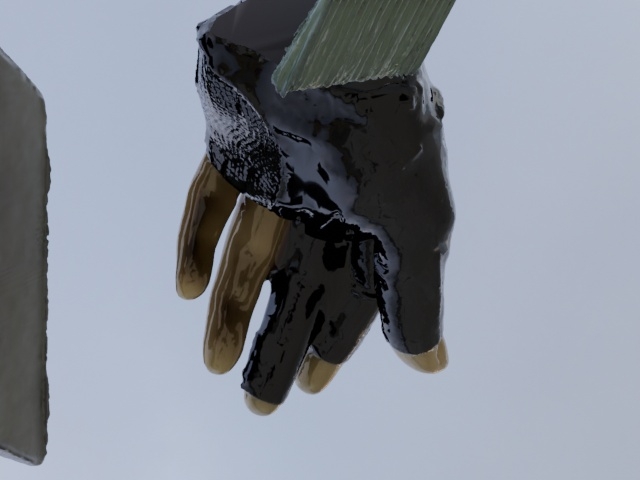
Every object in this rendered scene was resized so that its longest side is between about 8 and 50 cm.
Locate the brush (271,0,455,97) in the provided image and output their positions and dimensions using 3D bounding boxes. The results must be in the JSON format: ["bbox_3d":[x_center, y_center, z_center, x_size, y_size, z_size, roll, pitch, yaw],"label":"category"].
[{"bbox_3d":[0.054,-0.132,0.325,0.083,0.011,0.205,-17,-33,-48],"label":"brush"}]

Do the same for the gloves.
[{"bbox_3d":[0.004,-0.007,0.646,0.152,0.197,0.301,-36,-33,-53],"label":"gloves"}]

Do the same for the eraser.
[{"bbox_3d":[-0.271,0.014,0.771,0.077,0.111,0.353,-25,-58,-62],"label":"eraser"}]
